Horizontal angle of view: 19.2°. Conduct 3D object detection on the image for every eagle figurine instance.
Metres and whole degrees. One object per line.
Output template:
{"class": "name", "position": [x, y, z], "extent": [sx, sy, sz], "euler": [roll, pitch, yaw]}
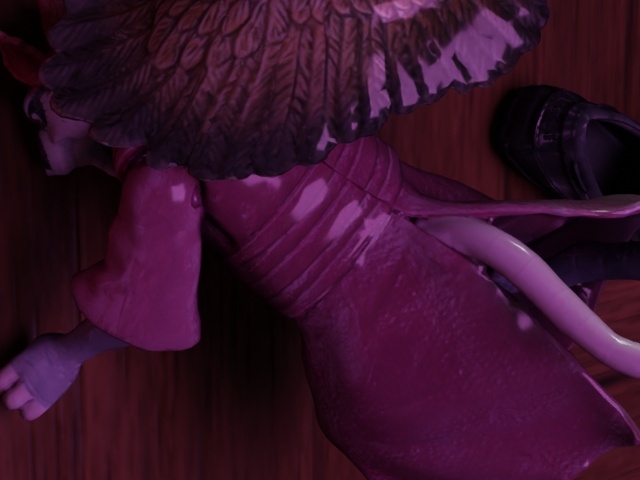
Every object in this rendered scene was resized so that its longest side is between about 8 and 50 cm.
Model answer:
{"class": "eagle figurine", "position": [0.024, -0.168, 0.846], "extent": [0.298, 0.225, 0.226], "euler": [-15, 66, -37]}

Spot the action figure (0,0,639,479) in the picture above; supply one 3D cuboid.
{"class": "action figure", "position": [0.000, 0.000, 0.923], "extent": [0.370, 0.276, 0.248], "euler": [34, 66, -14]}

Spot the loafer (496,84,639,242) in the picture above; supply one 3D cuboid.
{"class": "loafer", "position": [0.203, -0.034, 1.241], "extent": [0.223, 0.078, 0.076], "euler": [31, 78, -42]}
